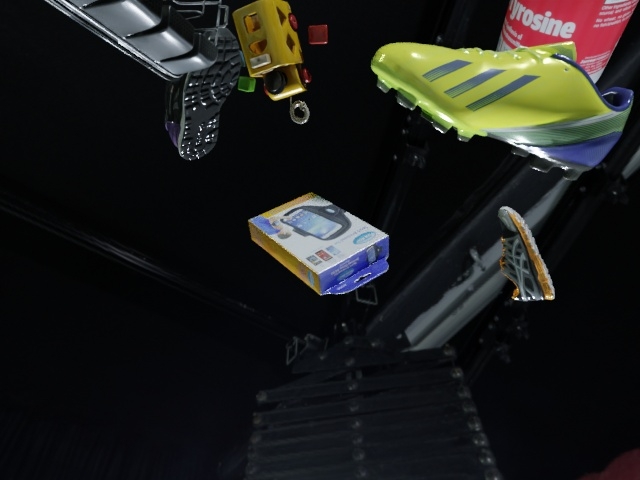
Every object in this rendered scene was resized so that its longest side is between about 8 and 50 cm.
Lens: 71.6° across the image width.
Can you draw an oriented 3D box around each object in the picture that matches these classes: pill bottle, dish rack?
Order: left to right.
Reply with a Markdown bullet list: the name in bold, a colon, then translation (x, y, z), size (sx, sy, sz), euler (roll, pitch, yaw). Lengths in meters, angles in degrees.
- **dish rack**: translation (-0.159, -0.322, 0.428), size (0.074, 0.208, 0.272), euler (5, -93, 17)
- **pill bottle**: translation (0.499, -0.511, 0.850), size (0.228, 0.229, 0.408), euler (-3, -38, 1)

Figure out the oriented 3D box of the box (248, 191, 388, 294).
- **box**: translation (0.000, 0.000, 0.420), size (0.081, 0.136, 0.028), euler (-27, -53, -27)

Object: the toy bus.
- **toy bus**: translation (-0.093, -0.347, 0.843), size (0.202, 0.104, 0.191), euler (34, -61, 8)

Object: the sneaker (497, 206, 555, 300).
- **sneaker**: translation (0.410, 0.033, 0.923), size (0.083, 0.084, 0.215), euler (-22, -88, 31)

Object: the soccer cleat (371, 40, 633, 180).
- **soccer cleat**: translation (0.188, -0.155, 0.451), size (0.289, 0.093, 0.121), euler (14, -62, -19)

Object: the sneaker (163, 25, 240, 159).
- **sneaker**: translation (-0.247, -0.290, 0.836), size (0.124, 0.107, 0.283), euler (51, -43, 14)
